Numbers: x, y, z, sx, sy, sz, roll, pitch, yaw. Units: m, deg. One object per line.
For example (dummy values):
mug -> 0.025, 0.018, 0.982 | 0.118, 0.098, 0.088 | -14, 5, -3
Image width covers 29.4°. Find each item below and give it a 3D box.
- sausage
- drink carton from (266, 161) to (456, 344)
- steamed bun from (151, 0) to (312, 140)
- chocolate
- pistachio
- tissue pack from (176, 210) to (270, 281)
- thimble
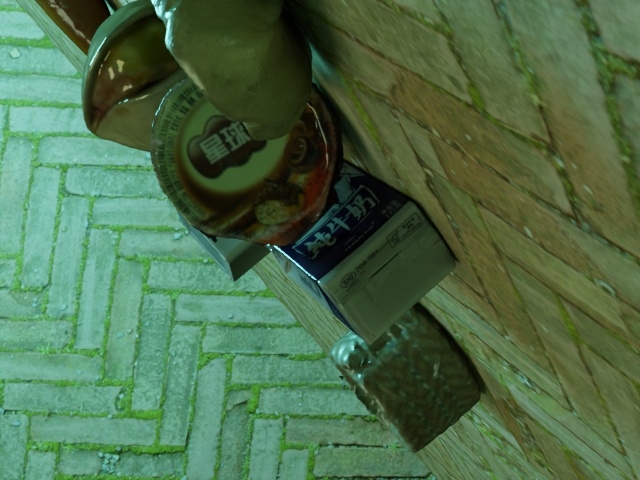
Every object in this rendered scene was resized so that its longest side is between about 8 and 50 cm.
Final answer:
sausage -> -0.398, -0.381, 1.986 | 0.348, 0.094, 0.097 | 52, 176, -26
drink carton -> 0.030, 0.003, 1.364 | 0.102, 0.134, 0.222 | 51, 173, -32
steamed bun -> -0.069, -0.184, 1.103 | 0.231, 0.110, 0.212 | 49, -170, -23
chocolate -> -0.068, -0.108, 1.328 | 0.221, 0.221, 0.147 | 50, -164, -8
pistachio -> -0.220, -0.203, 1.555 | 0.187, 0.187, 0.299 | 48, 168, 1
tissue pack -> -0.157, -0.038, 2.166 | 0.159, 0.136, 0.246 | 48, 171, 5
thimble -> 0.118, 0.192, 1.743 | 0.196, 0.148, 0.229 | 46, 173, 16
